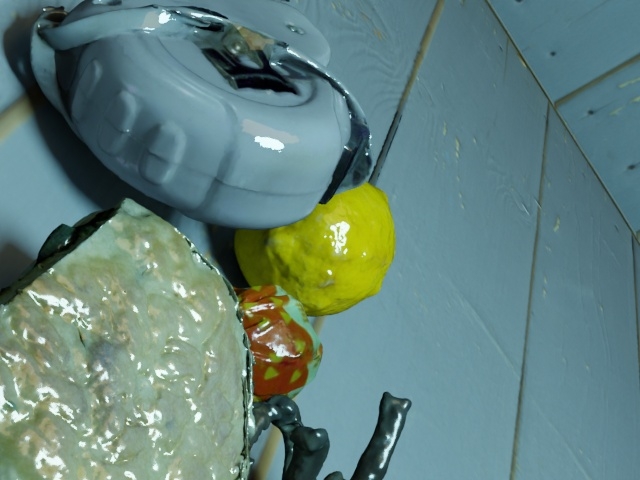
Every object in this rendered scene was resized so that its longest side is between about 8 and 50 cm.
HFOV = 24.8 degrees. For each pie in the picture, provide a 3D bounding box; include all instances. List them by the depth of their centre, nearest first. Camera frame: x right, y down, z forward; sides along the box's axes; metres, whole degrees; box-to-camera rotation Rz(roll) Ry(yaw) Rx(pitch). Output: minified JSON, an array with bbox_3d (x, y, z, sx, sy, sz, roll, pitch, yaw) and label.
[{"bbox_3d":[-0.105,0.086,0.758,0.185,0.052,0.218,52,39,-7],"label":"pie"}]

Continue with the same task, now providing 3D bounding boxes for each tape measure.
[{"bbox_3d":[-0.070,-0.090,0.977,0.236,0.120,0.197,-1,40,-43],"label":"tape measure"}]

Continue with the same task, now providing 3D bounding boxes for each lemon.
[{"bbox_3d":[0.000,0.000,1.085,0.155,0.114,0.114,-7,69,-62],"label":"lemon"}]

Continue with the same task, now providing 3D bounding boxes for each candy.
[{"bbox_3d":[-0.095,0.076,0.866,0.084,0.078,0.287,36,22,24],"label":"candy"}]

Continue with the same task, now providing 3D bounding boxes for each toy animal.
[{"bbox_3d":[-0.006,0.171,0.882,0.232,0.084,0.148,-6,96,-68],"label":"toy animal"}]
